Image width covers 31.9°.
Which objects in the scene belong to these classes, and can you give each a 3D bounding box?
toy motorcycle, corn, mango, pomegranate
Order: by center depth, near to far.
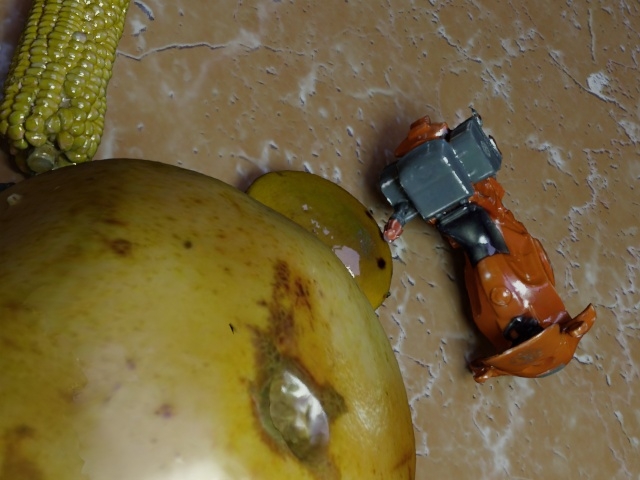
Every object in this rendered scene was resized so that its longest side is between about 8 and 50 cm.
[{"bbox_3d":[-0.144,0.147,0.770,0.417,0.417,0.416,15,60,-28],"label":"pomegranate"},{"bbox_3d":[-0.233,-0.190,1.064,0.101,0.101,0.291,24,55,-22],"label":"corn"},{"bbox_3d":[0.003,-0.001,1.137,0.115,0.090,0.178,-32,79,-34],"label":"mango"},{"bbox_3d":[0.183,0.022,1.204,0.325,0.148,0.221,55,22,-11],"label":"toy motorcycle"}]

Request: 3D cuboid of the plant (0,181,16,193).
[{"bbox_3d":[-0.250,0.025,0.955,0.094,0.092,0.143,12,55,-43],"label":"plant"}]
